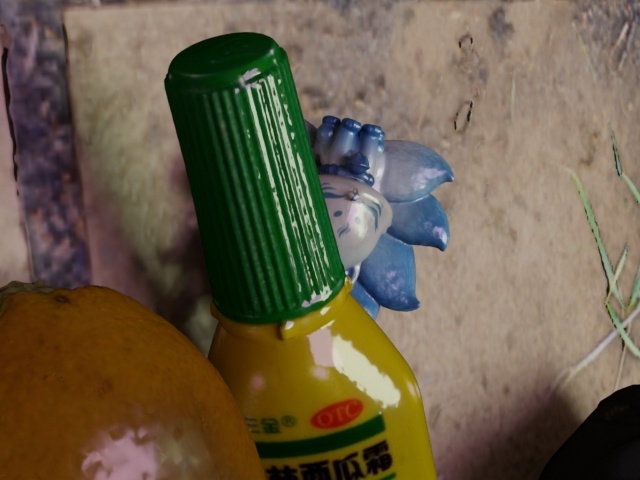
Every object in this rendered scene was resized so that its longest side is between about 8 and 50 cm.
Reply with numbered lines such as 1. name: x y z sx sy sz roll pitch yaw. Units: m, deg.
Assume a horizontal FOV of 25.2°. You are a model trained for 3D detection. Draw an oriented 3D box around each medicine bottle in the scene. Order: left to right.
1. medicine bottle: -0.011 0.043 0.578 0.064 0.095 0.261 -85 165 -61

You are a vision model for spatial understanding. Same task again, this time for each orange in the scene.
1. orange: -0.079 0.096 0.521 0.170 0.112 0.160 34 64 -56

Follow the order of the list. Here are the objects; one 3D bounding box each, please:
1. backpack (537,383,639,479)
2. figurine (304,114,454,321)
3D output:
1. backpack: 0.280 0.265 0.675 0.255 0.445 0.363 -45 117 -19
2. figurine: 0.000 0.000 0.623 0.114 0.079 0.114 -1 91 -23
